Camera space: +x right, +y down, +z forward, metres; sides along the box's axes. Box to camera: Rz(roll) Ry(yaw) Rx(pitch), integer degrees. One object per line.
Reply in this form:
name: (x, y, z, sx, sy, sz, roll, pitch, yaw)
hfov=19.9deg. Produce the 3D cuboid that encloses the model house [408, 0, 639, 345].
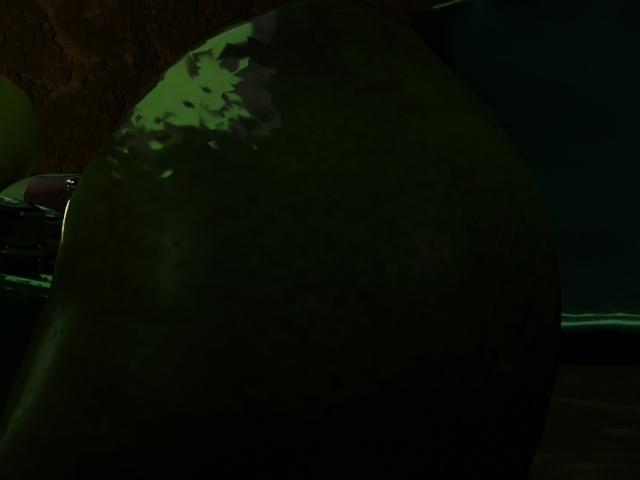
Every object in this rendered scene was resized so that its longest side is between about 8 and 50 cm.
model house: (0.185, -0.044, 1.147, 0.237, 0.216, 0.303, -1, 1, 10)

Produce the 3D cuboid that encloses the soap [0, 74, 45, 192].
soap: (-0.437, -0.076, 1.518, 0.306, 0.115, 0.427, 37, 29, 9)

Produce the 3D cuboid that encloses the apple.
apple: (0.013, 0.016, 0.624, 0.120, 0.193, 0.265, 14, 9, 31)

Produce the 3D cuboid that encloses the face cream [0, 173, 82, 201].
face cream: (-0.132, -0.013, 1.526, 0.348, 0.081, 0.173, 3, 7, 41)

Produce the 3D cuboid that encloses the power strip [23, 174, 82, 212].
power strip: (-0.068, 0.010, 1.096, 0.037, 0.109, 0.279, 0, 4, 40)

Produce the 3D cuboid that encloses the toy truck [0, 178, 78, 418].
toy truck: (-0.091, 0.042, 0.764, 0.124, 0.114, 0.253, 14, 8, 12)
